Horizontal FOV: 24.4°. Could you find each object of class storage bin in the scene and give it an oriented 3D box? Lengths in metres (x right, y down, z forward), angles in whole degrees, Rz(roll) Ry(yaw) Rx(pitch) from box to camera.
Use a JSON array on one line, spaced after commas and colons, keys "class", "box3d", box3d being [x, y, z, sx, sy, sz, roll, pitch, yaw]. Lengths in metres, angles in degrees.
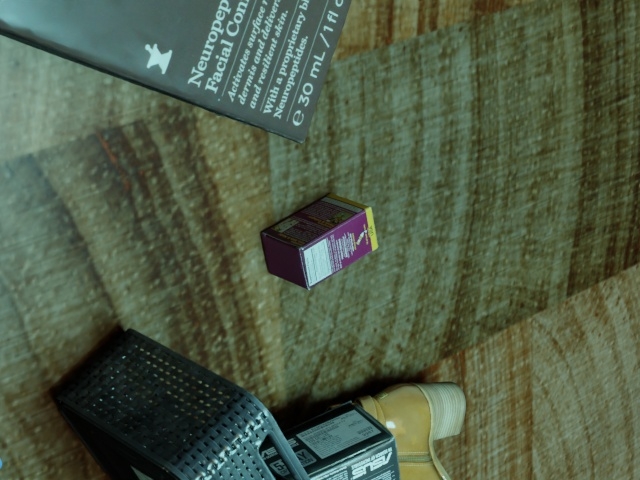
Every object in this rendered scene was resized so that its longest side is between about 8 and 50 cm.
[{"class": "storage bin", "box3d": [-0.105, 0.157, 1.130, 0.084, 0.180, 0.122, -44, 130, -21]}]

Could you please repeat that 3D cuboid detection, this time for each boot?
[{"class": "boot", "box3d": [0.056, 0.227, 1.395, 0.152, 0.073, 0.197, -6, 107, -37]}]

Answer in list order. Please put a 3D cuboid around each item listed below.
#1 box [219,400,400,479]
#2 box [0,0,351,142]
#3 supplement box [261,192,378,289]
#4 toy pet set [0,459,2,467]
[{"class": "box", "box3d": [-0.066, 0.307, 1.261, 0.307, 0.076, 0.242, -22, 120, -24]}, {"class": "box", "box3d": [-0.144, -0.212, 0.979, 0.381, 0.143, 0.191, 16, 94, -46]}, {"class": "supplement box", "box3d": [0.000, 0.000, 1.259, 0.083, 0.055, 0.043, -30, 124, -31]}, {"class": "toy pet set", "box3d": [-0.241, 0.241, 1.090, 0.114, 0.122, 0.065, -48, 178, 36]}]
